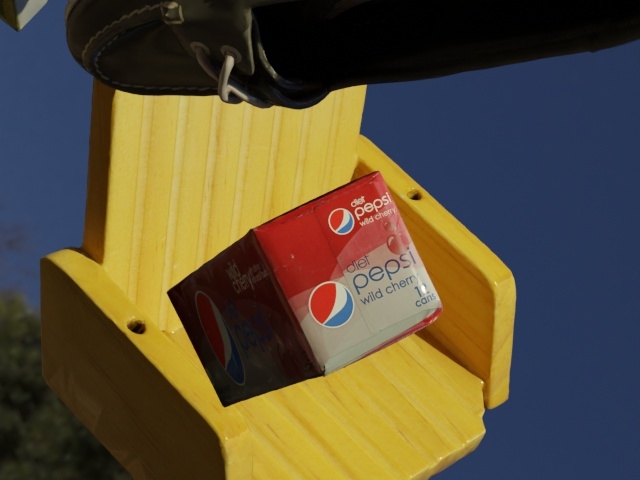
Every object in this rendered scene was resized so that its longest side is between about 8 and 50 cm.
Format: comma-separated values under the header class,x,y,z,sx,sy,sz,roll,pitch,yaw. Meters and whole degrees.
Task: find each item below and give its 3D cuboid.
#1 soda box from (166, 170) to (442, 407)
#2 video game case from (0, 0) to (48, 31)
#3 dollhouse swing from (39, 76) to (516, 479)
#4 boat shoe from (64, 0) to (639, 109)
class,x,y,z,sx,sy,sz,roll,pitch,yaw
soda box,-0.016,0.036,1.141,0.092,0.083,0.263,64,-18,1
video game case,-0.180,-0.323,1.568,0.035,0.275,0.248,39,-16,7
dollhouse swing,0.000,0.000,1.462,0.315,0.347,0.305,43,-47,22
boat shoe,0.018,-0.114,0.917,0.335,0.112,0.095,-14,-118,23
